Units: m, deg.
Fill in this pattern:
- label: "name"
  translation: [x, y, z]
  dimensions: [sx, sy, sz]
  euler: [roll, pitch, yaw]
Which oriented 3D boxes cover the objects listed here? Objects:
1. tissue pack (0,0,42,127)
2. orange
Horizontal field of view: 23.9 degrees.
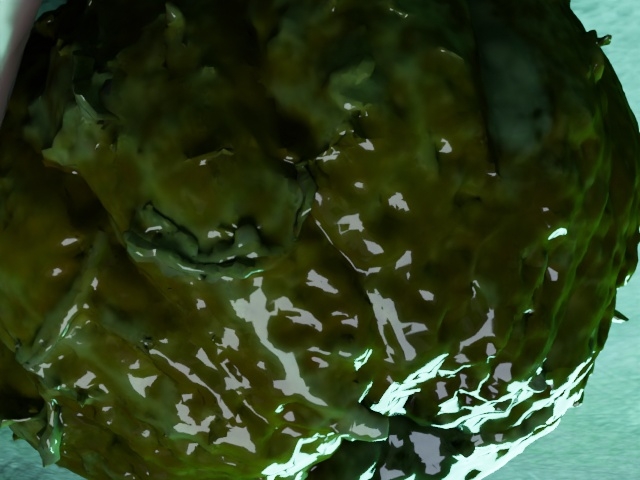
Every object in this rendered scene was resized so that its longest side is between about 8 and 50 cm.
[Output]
- label: "tissue pack"
  translation: [-0.168, -0.118, 0.389]
  dimensions: [0.215, 0.123, 0.257]
  euler: [-9, 142, -33]
- label: "orange"
  translation: [0.000, 0.000, 0.614]
  dimensions: [0.300, 0.223, 0.301]
  euler: [-11, 153, -15]
